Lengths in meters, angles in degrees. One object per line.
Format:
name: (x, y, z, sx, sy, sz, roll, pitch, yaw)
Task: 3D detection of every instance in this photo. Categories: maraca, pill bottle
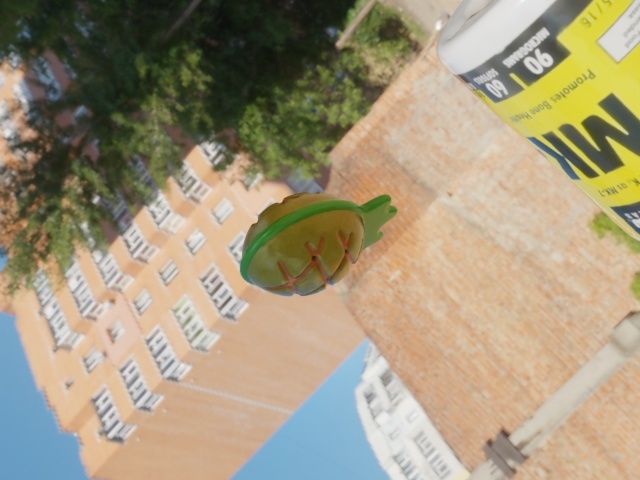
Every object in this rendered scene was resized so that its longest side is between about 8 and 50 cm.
maraca: (0.000, 0.000, 0.800, 0.185, 0.127, 0.099, -15, -118, -32)
pill bottle: (0.173, -0.072, 0.397, 0.208, 0.119, 0.119, 39, -169, -11)
